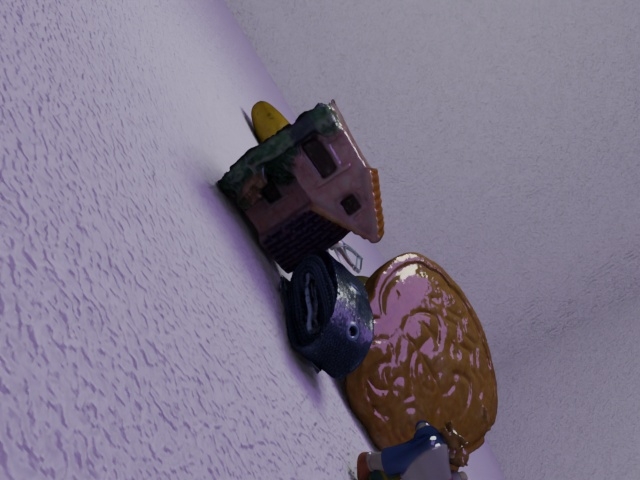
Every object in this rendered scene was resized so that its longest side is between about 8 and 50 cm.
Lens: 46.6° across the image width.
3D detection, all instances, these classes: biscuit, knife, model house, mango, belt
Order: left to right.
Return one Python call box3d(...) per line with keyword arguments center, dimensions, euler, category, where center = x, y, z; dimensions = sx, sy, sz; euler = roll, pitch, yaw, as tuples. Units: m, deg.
box3d(center=(-0.118, -0.280, 1.948), dimensions=(0.195, 0.098, 0.137), euler=(54, 9, 12), category="mango")
box3d(center=(-0.009, -0.069, 1.242), dimensions=(0.237, 0.237, 0.202), euler=(56, 4, -1), category="model house")
box3d(center=(0.034, -0.029, 2.136), dimensions=(0.278, 0.053, 0.123), euler=(57, 12, -16), category="knife")
box3d(center=(0.021, 0.118, 1.161), dimensions=(0.128, 0.122, 0.218), euler=(41, 20, -25), category="belt")
box3d(center=(0.192, 0.223, 1.348), dimensions=(0.365, 0.062, 0.385), euler=(-37, 100, -42), category="biscuit")

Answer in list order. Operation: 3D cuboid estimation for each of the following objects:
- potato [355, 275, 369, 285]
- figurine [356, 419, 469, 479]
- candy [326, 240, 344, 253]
box3d(center=(0.102, 0.163, 1.444), dimensions=(0.174, 0.159, 0.251), euler=(-1, -39, 46), category="potato")
box3d(center=(0.166, 0.394, 1.027), dimensions=(0.275, 0.161, 0.158), euler=(64, -28, 15), category="figurine")
box3d(center=(0.000, 0.000, 1.702), dimensions=(0.124, 0.124, 0.365), euler=(-61, 130, -81), category="candy")
